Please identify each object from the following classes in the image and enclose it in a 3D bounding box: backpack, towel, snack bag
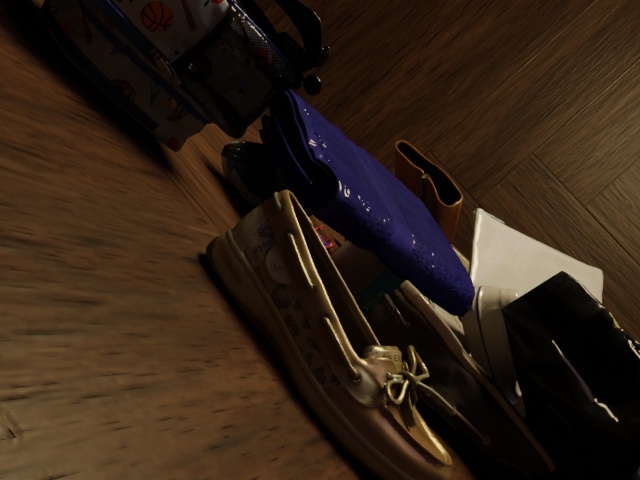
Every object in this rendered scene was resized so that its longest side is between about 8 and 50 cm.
[{"bbox_3d":[-0.165,-0.243,1.011,0.263,0.213,0.276,52,-3,-38],"label":"backpack"},{"bbox_3d":[0.056,-0.036,1.223,0.308,0.076,0.227,35,21,-41],"label":"towel"},{"bbox_3d":[0.386,0.141,1.728,0.323,0.037,0.342,24,58,-21],"label":"snack bag"}]

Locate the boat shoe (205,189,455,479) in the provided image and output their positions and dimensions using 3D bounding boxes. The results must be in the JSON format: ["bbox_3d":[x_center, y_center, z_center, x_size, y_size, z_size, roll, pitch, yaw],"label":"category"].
[{"bbox_3d":[0.018,0.083,0.799,0.285,0.089,0.104,50,7,16],"label":"boat shoe"}]

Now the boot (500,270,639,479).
[{"bbox_3d":[0.384,0.270,1.223,0.367,0.146,0.445,38,-20,29],"label":"boot"}]

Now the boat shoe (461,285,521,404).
[{"bbox_3d":[0.256,0.152,1.346,0.258,0.084,0.095,59,34,-50],"label":"boat shoe"}]

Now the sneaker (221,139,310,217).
[{"bbox_3d":[-0.081,-0.080,1.262,0.083,0.071,0.191,29,-4,34],"label":"sneaker"}]

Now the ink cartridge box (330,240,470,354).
[{"bbox_3d":[0.112,0.086,1.374,0.190,0.082,0.139,46,9,-25],"label":"ink cartridge box"}]

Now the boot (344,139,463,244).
[{"bbox_3d":[0.115,-0.032,1.504,0.264,0.096,0.280,54,-19,41],"label":"boot"}]

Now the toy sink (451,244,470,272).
[{"bbox_3d":[0.240,0.067,2.058,0.234,0.131,0.153,43,7,5],"label":"toy sink"}]

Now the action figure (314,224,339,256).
[{"bbox_3d":[0.000,0.000,1.406,0.038,0.030,0.115,55,11,16],"label":"action figure"}]

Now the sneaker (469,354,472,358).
[{"bbox_3d":[0.233,0.171,1.489,0.083,0.118,0.222,46,7,-13],"label":"sneaker"}]

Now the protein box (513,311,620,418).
[{"bbox_3d":[0.425,0.262,1.587,0.200,0.136,0.201,-35,92,-40],"label":"protein box"}]

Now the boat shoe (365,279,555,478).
[{"bbox_3d":[0.157,0.184,1.166,0.335,0.095,0.112,50,3,-27],"label":"boat shoe"}]
